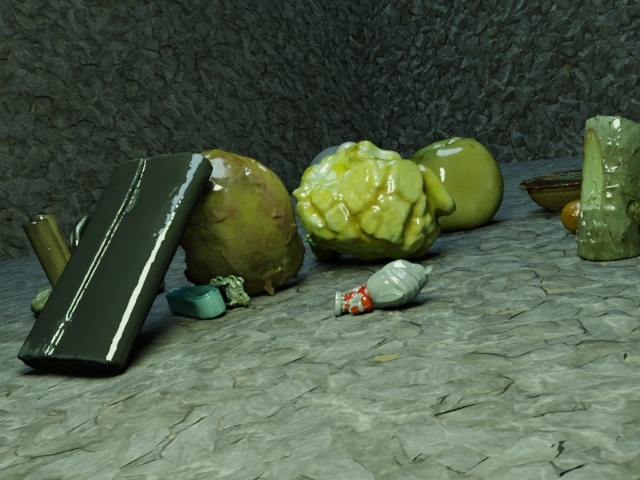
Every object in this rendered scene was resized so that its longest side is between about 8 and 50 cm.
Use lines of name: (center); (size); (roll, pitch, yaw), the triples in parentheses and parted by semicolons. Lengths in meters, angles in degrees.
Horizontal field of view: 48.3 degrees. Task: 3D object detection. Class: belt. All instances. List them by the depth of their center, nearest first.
belt: (-0.230, 0.110, 1.384); (0.100, 0.065, 0.179); (-29, 19, -38)

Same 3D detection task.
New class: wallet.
wallet: (-0.338, 0.027, 1.194); (0.228, 0.062, 0.406); (-2, 53, 30)

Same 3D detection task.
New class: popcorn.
popcorn: (0.114, -0.063, 1.574); (0.293, 0.292, 0.334); (-36, 18, -4)

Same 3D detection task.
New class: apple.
apple: (0.340, -0.141, 1.869); (0.262, 0.262, 0.262); (-9, 8, 1)

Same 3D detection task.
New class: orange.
orange: (0.555, -0.051, 1.526); (0.085, 0.085, 0.085); (-9, 8, 1)

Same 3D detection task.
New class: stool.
stool: (-0.551, 0.031, 1.733); (0.310, 0.226, 0.310); (-10, 8, -16)

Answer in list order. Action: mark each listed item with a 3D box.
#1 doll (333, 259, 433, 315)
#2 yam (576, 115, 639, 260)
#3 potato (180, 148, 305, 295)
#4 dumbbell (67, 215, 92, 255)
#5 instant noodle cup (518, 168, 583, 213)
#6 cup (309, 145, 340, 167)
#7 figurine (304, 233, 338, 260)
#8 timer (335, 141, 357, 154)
doll: (0.102, 0.079, 1.175); (0.180, 0.079, 0.094); (-21, 21, 13)
yam: (0.540, -0.092, 1.288); (0.154, 0.254, 0.154); (2, 3, 0)
potato: (-0.165, -0.057, 1.395); (0.289, 0.301, 0.237); (-5, -24, -10)
dumbbell: (-0.574, 0.014, 1.996); (0.290, 0.192, 0.192); (-8, 8, 10)
instant noodle cup: (0.658, -0.124, 1.848); (0.274, 0.091, 0.274); (-10, 8, 1)
cup: (0.077, -0.191, 2.432); (0.253, 0.253, 0.371); (-10, 9, 1)
figurine: (0.000, 0.000, 1.741); (0.115, 0.095, 0.156); (6, 9, 21)
timer: (0.100, -0.119, 1.915); (0.233, 0.233, 0.240); (-6, -35, 25)
